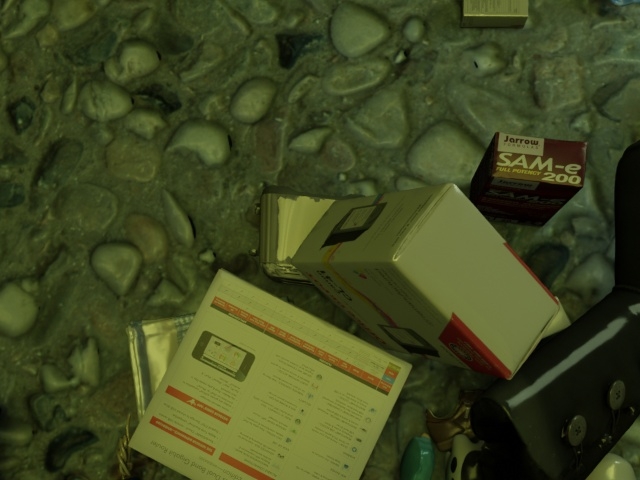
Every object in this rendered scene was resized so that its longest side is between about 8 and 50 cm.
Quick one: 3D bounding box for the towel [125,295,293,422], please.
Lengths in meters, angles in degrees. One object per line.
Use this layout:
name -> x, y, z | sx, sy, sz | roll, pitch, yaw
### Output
towel -> -0.170, 0.212, 1.152 | 0.285, 0.034, 0.209 | -10, 77, 1

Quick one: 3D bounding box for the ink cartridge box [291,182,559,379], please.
ink cartridge box -> 0.125, 0.053, 0.945 | 0.226, 0.306, 0.131 | 44, 71, -17

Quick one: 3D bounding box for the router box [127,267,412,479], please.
router box -> -0.074, 0.250, 1.085 | 0.335, 0.082, 0.301 | 27, 84, 4

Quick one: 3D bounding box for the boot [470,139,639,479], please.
boot -> 0.370, 0.112, 0.959 | 0.445, 0.146, 0.367 | -30, 107, -20

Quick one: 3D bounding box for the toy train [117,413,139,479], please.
toy train -> -0.351, 0.403, 1.093 | 0.143, 0.105, 0.248 | -9, 76, 15

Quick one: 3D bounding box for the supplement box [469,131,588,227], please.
supplement box -> 0.309, -0.087, 1.082 | 0.130, 0.239, 0.073 | 7, 78, 6

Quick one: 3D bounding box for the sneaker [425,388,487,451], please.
sneaker -> 0.253, 0.257, 1.096 | 0.188, 0.066, 0.071 | -27, 76, -3

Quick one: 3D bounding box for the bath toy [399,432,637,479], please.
bath toy -> 0.294, 0.381, 1.031 | 0.348, 0.151, 0.129 | 4, 38, 2

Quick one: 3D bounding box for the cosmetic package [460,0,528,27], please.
cosmetic package -> 0.311, -0.417, 1.260 | 0.115, 0.041, 0.060 | 3, 77, 4

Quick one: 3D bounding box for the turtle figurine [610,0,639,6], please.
turtle figurine -> 0.579, -0.560, 1.178 | 0.266, 0.198, 0.275 | -36, 119, -22

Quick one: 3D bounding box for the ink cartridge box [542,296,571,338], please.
ink cartridge box -> 0.324, 0.133, 1.090 | 0.088, 0.122, 0.052 | -24, 76, -2

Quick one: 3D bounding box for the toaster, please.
toaster -> 0.000, 0.000, 1.143 | 0.227, 0.129, 0.146 | 7, 81, -1
